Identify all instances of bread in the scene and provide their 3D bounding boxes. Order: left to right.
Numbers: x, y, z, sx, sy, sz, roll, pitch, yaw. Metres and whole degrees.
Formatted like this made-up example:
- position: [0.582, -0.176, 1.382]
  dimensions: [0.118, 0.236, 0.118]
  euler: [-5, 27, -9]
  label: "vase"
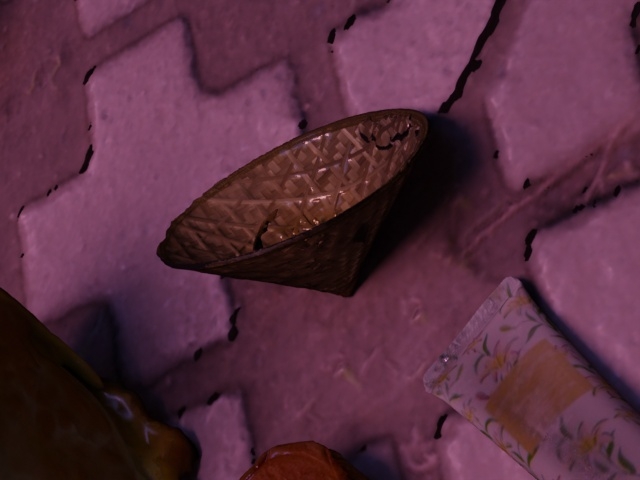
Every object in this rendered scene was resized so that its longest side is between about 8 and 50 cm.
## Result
- position: [-0.004, 0.137, 0.739]
  dimensions: [0.085, 0.053, 0.085]
  euler: [-16, 54, 24]
  label: "bread"

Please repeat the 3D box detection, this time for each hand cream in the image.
- position: [0.113, 0.088, 0.674]
  dimensions: [0.067, 0.042, 0.194]
  euler: [-55, 45, 9]
  label: "hand cream"

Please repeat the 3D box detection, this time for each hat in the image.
- position: [0.000, 0.000, 0.788]
  dimensions: [0.146, 0.067, 0.146]
  euler: [-24, 19, 9]
  label: "hat"

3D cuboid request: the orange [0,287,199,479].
- position: [-0.184, 0.157, 0.719]
  dimensions: [0.196, 0.262, 0.335]
  euler: [-16, 73, 15]
  label: "orange"
